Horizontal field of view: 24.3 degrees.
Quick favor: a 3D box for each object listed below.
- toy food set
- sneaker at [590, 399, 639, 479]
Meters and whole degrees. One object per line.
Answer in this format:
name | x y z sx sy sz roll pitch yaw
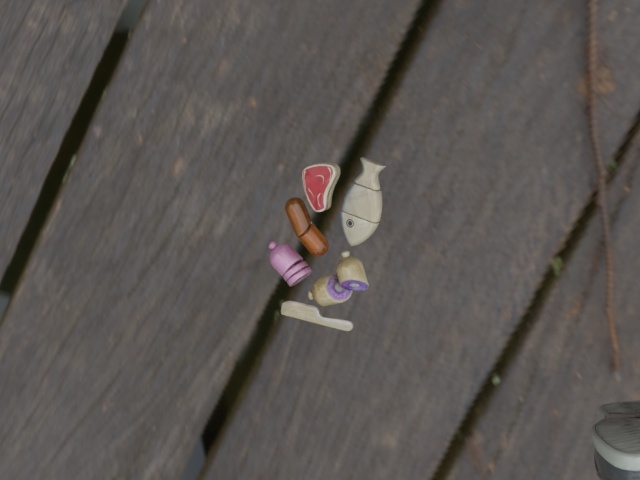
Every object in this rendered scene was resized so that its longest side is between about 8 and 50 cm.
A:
toy food set | 0.000 0.000 1.013 0.078 0.019 0.122 13 105 24
sneaker | 0.255 0.191 1.132 0.083 0.222 0.118 -7 89 12
